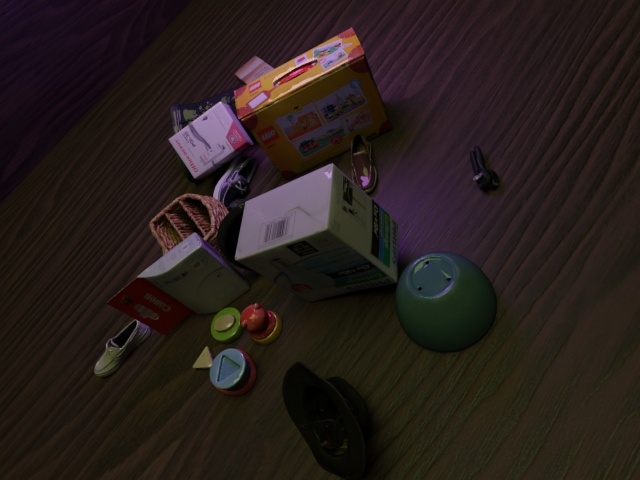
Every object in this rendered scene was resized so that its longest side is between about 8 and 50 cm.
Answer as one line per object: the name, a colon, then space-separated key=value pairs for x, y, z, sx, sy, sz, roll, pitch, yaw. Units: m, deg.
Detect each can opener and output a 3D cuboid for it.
can opener: x=0.536 y=-0.243 z=1.573 sx=0.059 sy=0.073 sz=0.186 roll=-52 pitch=34 yaw=41

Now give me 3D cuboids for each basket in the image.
basket: x=-0.489 y=-0.056 z=1.811 sx=0.299 sy=0.223 sz=0.214 roll=47 pitch=119 yaw=38

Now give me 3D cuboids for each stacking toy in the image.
stacking toy: x=-0.310 y=0.338 z=1.569 sx=0.279 sy=0.130 sz=0.309 roll=10 pitch=64 yaw=31

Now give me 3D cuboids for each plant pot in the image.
plant pot: x=0.334 y=0.144 z=1.323 sx=0.290 sy=0.195 sz=0.290 roll=-14 pitch=54 yaw=20

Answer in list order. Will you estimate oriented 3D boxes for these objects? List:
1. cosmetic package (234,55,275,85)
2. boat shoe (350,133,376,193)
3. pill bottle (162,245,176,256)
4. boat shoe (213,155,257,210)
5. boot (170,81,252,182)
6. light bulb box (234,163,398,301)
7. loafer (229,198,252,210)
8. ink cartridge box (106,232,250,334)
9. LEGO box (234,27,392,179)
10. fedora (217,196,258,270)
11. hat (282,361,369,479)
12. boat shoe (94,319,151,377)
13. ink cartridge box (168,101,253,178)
cosmetic package: x=-0.273 y=-0.758 z=2.269 sx=0.153 sy=0.129 sz=0.296 roll=-42 pitch=51 yaw=-4
boat shoe: x=0.151 y=-0.297 z=1.770 sx=0.095 sy=0.095 sz=0.258 roll=-17 pitch=53 yaw=17
pill bottle: x=-0.558 y=0.087 z=1.868 sx=0.119 sy=0.119 sz=0.208 roll=-37 pitch=50 yaw=1
boat shoe: x=-0.355 y=-0.239 z=1.993 sx=0.102 sy=0.108 sz=0.301 roll=3 pitch=54 yaw=30
boot: x=-0.429 y=-0.485 z=2.115 sx=0.444 sy=0.146 sz=0.367 roll=-11 pitch=95 yaw=8
light bulb box: x=0.000 y=0.000 z=1.435 sx=0.357 sy=0.361 sz=0.225 roll=-18 pitch=52 yaw=35
loafer: x=-0.238 y=-0.116 z=1.878 sx=0.267 sy=0.084 sz=0.096 roll=5 pitch=30 yaw=26
ink cartridge box: x=-0.486 y=0.187 z=1.642 sx=0.385 sy=0.308 sz=0.091 roll=-38 pitch=49 yaw=0
LEGO box: x=-0.020 y=-0.507 z=1.817 sx=0.499 sy=0.372 sz=0.193 roll=-24 pitch=51 yaw=11
fedora: x=-0.204 y=-0.049 z=1.687 sx=0.333 sy=0.334 sz=0.153 roll=-29 pitch=34 yaw=8
hat: x=0.044 y=0.463 z=1.267 sx=0.133 sy=0.332 sz=0.331 roll=-20 pitch=40 yaw=-36
boat shoe: x=-0.771 y=0.407 z=1.786 sx=0.267 sy=0.088 sz=0.096 roll=-41 pitch=50 yaw=-2
ink cartridge box: x=-0.464 y=-0.419 z=1.993 sx=0.283 sy=0.117 sz=0.207 roll=-33 pitch=94 yaw=10
